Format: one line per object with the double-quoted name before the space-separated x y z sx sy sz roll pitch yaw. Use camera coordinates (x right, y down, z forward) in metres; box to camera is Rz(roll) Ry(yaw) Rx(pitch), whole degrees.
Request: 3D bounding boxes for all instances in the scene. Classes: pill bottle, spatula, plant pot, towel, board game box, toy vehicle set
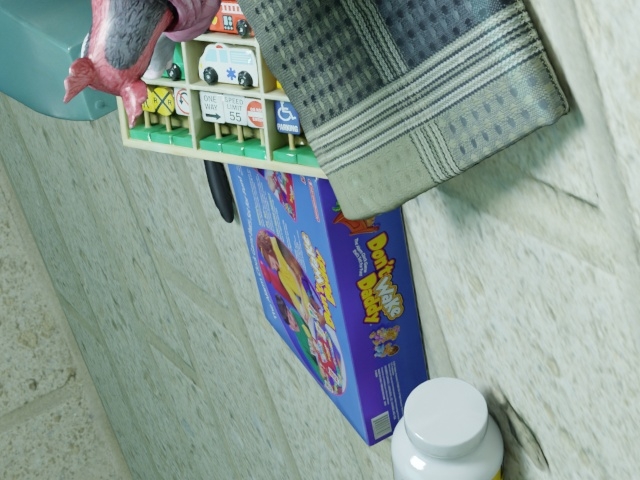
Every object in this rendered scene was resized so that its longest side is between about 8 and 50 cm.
"pill bottle" 0.117 0.209 1.632 0.103 0.103 0.184 53 160 36
"spatula" -0.152 -0.136 2.068 0.084 0.030 0.296 50 167 54
"plant pot" -0.304 -0.252 2.187 0.234 0.165 0.166 34 147 48
"towel" 0.036 -0.187 1.319 0.312 0.056 0.324 62 152 -1
"board game box" 0.000 0.000 1.730 0.233 0.078 0.347 48 158 45
"toy vehicle set" -0.073 -0.149 1.535 0.266 0.035 0.166 10 116 37

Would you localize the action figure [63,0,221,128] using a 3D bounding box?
"action figure" -0.103 -0.254 1.241 0.275 0.248 0.370 -11 68 37
